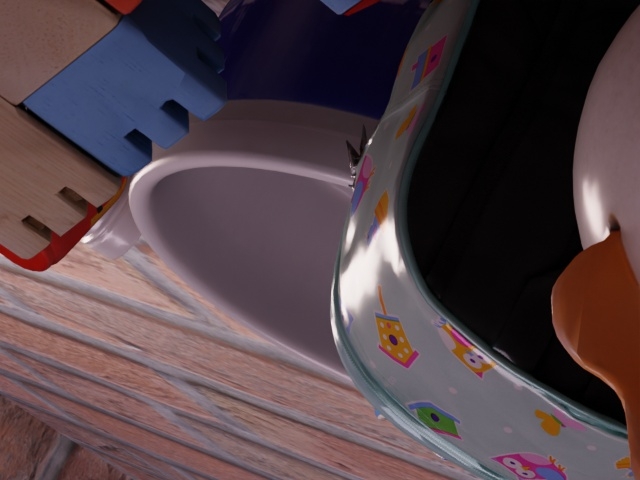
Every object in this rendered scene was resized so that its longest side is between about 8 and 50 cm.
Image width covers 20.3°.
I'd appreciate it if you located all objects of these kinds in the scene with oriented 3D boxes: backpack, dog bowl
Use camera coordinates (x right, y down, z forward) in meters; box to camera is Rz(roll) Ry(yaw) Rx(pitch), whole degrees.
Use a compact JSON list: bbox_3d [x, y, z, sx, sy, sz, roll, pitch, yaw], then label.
[{"bbox_3d":[0.088,-0.001,0.618,0.166,0.188,0.144,30,141,-10],"label":"backpack"},{"bbox_3d":[0.051,-0.010,0.835,0.265,0.104,0.265,21,159,8],"label":"dog bowl"}]

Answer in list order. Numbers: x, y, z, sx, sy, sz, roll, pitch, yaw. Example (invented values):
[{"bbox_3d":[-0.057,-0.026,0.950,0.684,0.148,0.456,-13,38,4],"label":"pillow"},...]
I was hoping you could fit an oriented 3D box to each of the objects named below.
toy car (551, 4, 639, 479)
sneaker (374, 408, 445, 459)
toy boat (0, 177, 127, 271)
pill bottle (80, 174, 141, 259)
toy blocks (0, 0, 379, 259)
[{"bbox_3d":[0.143,-0.028,0.392,0.210,0.238,0.219,30,166,-13],"label":"toy car"},{"bbox_3d":[0.121,0.133,1.321,0.211,0.081,0.080,32,163,-26],"label":"sneaker"},{"bbox_3d":[-0.237,-0.106,1.005,0.318,0.148,0.267,28,150,8],"label":"toy boat"},{"bbox_3d":[-0.190,-0.058,1.172,0.169,0.094,0.094,33,165,-21],"label":"pill bottle"},{"bbox_3d":[-0.141,-0.104,0.569,0.381,0.190,0.261,-35,129,23],"label":"toy blocks"}]
